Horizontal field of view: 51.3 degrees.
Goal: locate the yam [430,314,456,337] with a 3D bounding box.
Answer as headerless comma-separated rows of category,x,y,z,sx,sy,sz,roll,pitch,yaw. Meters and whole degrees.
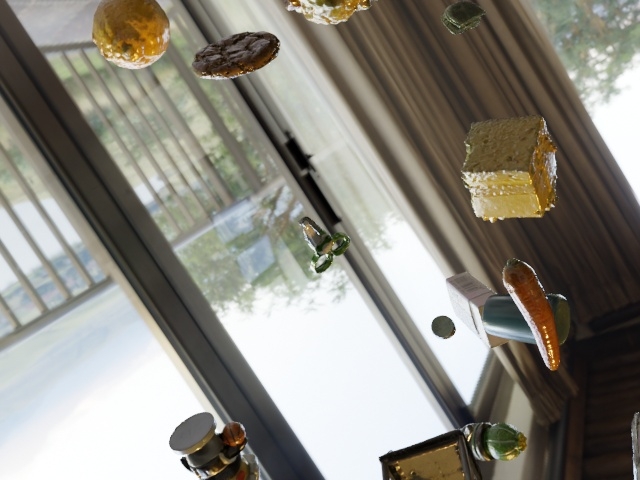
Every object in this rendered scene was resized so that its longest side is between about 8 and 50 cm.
yam,0.265,0.188,1.437,0.054,0.054,0.132,-32,165,5

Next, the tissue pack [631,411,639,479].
tissue pack,0.597,0.460,1.035,0.126,0.343,0.242,-19,-150,32

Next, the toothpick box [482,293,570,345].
toothpick box,0.481,0.182,1.575,0.184,0.120,0.120,2,-154,38

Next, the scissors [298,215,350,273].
scissors,0.000,0.000,1.302,0.101,0.027,0.204,-48,154,-5

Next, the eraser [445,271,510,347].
eraser,0.437,0.186,1.852,0.086,0.130,0.287,-23,-168,-1

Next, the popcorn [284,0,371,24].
popcorn,0.035,-0.684,1.715,0.333,0.225,0.264,-7,143,-16

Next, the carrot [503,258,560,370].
carrot,0.414,0.149,1.263,0.066,0.271,0.062,-18,-160,35

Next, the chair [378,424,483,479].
chair,0.216,0.448,1.267,0.188,0.166,0.272,-23,-156,11

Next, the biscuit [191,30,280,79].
biscuit,-0.204,-0.451,1.607,0.226,0.042,0.225,-9,-142,7

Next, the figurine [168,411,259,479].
figurine,-0.230,0.518,1.557,0.176,0.236,0.133,-24,-157,7

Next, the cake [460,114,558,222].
cake,0.558,-0.187,1.950,0.228,0.286,0.222,1,-127,35

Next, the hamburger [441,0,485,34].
hamburger,0.384,-0.621,1.842,0.121,0.084,0.054,-34,161,-23

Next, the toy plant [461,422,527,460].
toy plant,0.428,0.496,1.643,0.162,0.092,0.093,-17,-167,41

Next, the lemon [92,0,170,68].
lemon,-0.353,-0.392,1.246,0.142,0.142,0.187,-32,-142,13
